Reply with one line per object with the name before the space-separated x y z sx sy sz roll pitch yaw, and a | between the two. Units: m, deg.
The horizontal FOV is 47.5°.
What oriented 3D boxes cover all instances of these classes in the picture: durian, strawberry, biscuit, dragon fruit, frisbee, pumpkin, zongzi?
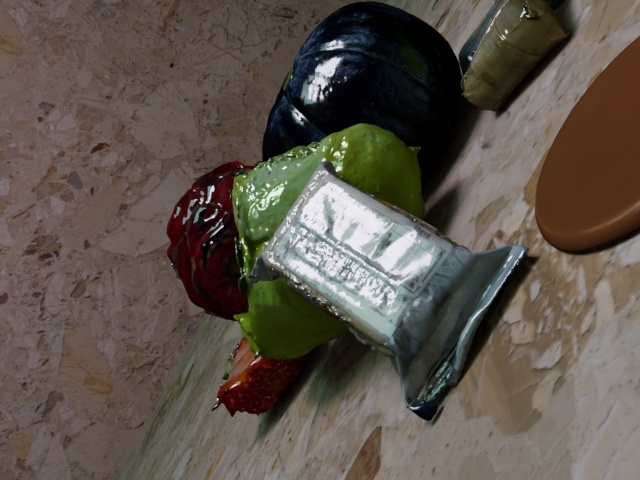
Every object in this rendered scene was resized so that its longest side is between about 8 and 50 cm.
durian | 0.000 0.000 0.971 0.339 0.256 0.204 -24 8 13
strawberry | -0.072 0.183 1.183 0.228 0.098 0.174 -51 14 22
biscuit | 0.050 0.031 0.773 0.309 0.079 0.186 31 88 41
dragon fruit | -0.129 0.005 1.350 0.329 0.329 0.329 -56 11 17
frisbee | 0.268 -0.100 0.620 0.251 0.021 0.251 -55 13 19
pumpkin | 0.061 -0.197 1.170 0.363 0.266 0.363 -55 15 23
zongzi | 0.246 -0.278 0.983 0.160 0.078 0.176 -48 30 38

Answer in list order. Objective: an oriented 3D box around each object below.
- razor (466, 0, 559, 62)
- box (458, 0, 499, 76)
razor | 0.309 -0.332 1.003 0.082 0.042 0.253 48 112 34
box | 0.309 -0.370 1.107 0.285 0.044 0.142 -53 16 29
